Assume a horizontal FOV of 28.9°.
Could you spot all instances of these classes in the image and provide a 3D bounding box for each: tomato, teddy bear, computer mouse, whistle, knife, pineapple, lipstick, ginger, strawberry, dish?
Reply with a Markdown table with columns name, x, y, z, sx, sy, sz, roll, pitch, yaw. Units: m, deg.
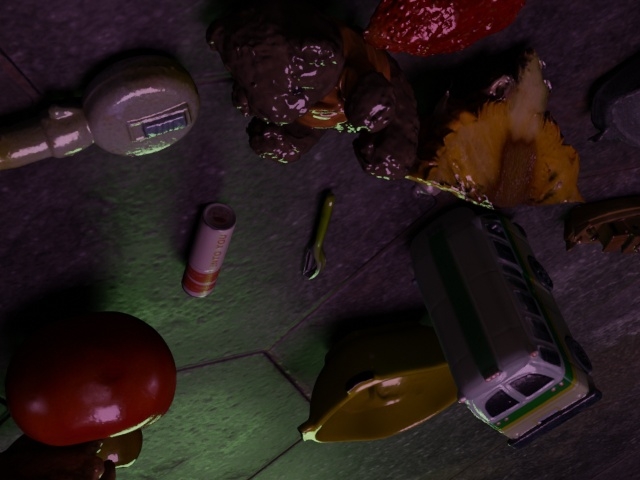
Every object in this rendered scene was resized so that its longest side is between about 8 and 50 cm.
| name | x | y | z | sx | sy | sz | roll | pitch | yaw |
| --- | --- | --- | --- | --- | --- | --- | --- | --- | --- |
| tomato | -0.252 | 0.151 | 1.367 | 0.195 | 0.136 | 0.195 | -12 | 173 | -1 |
| teddy bear | -0.009 | -0.143 | 1.079 | 0.177 | 0.140 | 0.190 | 12 | 171 | 33 |
| computer mouse | 0.398 | -0.177 | 1.392 | 0.229 | 0.068 | 0.113 | -25 | 135 | 26 |
| whistle | -0.199 | -0.099 | 1.076 | 0.198 | 0.057 | 0.104 | -20 | 151 | -10 |
| knife | 0.000 | 0.000 | 1.438 | 0.026 | 0.022 | 0.184 | 8 | 148 | -4 |
| pineapple | 0.156 | -0.120 | 1.292 | 0.249 | 0.164 | 0.139 | -5 | -170 | -40 |
| lipstick | -0.122 | 0.012 | 1.346 | 0.038 | 0.038 | 0.131 | -10 | 149 | -24 |
| ginger | -0.392 | 0.286 | 1.479 | 0.236 | 0.375 | 0.166 | -62 | 143 | -22 |
| strawberry | 0.116 | -0.212 | 1.059 | 0.187 | 0.082 | 0.147 | -36 | 148 | -21 |
| dish | 0.085 | 0.185 | 1.728 | 0.262 | 0.108 | 0.221 | -1 | 145 | -39 |

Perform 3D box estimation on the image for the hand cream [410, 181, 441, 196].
| name | x | y | z | sx | sy | sz | roll | pitch | yaw |
| --- | --- | --- | --- | --- | --- | --- | --- | --- | --- |
| hand cream | 0.166 | -0.105 | 1.383 | 0.165 | 0.037 | 0.057 | -41 | 148 | 15 |

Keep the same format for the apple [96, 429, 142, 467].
| name | x | y | z | sx | sy | sz | roll | pitch | yaw |
| --- | --- | --- | --- | --- | --- | --- | --- | --- | --- |
| apple | -0.277 | 0.262 | 1.622 | 0.089 | 0.075 | 0.089 | -8 | 167 | -2 |

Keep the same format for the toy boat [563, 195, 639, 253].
| name | x | y | z | sx | sy | sz | roll | pitch | yaw |
| --- | --- | --- | --- | --- | --- | --- | --- | --- | --- |
| toy boat | 0.412 | -0.015 | 1.673 | 0.206 | 0.072 | 0.064 | -9 | 147 | -27 |

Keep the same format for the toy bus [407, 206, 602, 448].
| name | x | y | z | sx | sy | sz | roll | pitch | yaw |
| --- | --- | --- | --- | --- | --- | --- | --- | --- | --- |
| toy bus | 0.207 | 0.089 | 1.488 | 0.133 | 0.276 | 0.164 | -37 | 138 | 21 |
